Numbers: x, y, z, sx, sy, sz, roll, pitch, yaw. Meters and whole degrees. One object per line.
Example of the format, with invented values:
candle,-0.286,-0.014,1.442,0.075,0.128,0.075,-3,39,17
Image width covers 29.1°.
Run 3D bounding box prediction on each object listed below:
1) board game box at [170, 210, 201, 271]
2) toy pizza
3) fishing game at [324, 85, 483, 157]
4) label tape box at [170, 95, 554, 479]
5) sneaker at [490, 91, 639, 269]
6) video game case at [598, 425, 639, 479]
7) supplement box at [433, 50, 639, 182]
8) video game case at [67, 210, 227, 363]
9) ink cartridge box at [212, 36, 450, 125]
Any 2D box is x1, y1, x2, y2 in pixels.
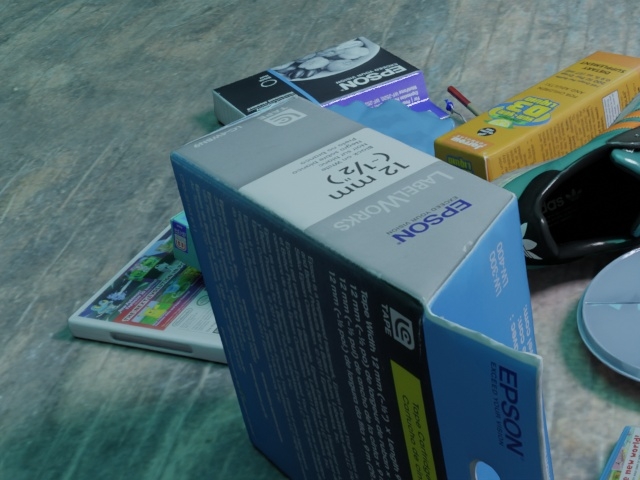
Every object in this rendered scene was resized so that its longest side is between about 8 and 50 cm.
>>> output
board game box,0.000,0.000,1.074,0.210,0.047,0.160,26,44,31
toy pizza,0.294,0.057,0.921,0.201,0.032,0.201,-10,30,6
fishing game,0.058,-0.088,1.260,0.264,0.041,0.189,-17,37,-19
label tape box,0.057,0.081,0.747,0.115,0.249,0.347,-27,33,-25
sneaker,0.273,-0.056,1.026,0.302,0.108,0.121,-29,13,-14
video game case,0.252,0.169,0.760,0.166,0.015,0.119,7,35,30
supplement box,0.220,-0.101,1.180,0.233,0.080,0.078,-32,32,-27
video game case,-0.098,0.035,1.118,0.183,0.023,0.201,7,35,30
ink cartridge box,0.007,-0.156,1.389,0.206,0.045,0.208,-22,32,-17
